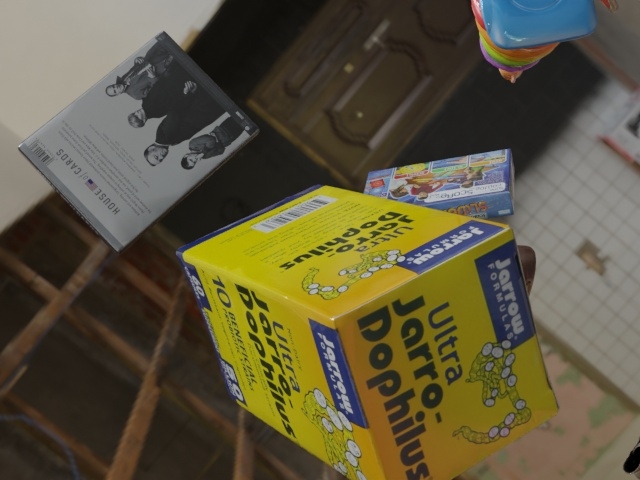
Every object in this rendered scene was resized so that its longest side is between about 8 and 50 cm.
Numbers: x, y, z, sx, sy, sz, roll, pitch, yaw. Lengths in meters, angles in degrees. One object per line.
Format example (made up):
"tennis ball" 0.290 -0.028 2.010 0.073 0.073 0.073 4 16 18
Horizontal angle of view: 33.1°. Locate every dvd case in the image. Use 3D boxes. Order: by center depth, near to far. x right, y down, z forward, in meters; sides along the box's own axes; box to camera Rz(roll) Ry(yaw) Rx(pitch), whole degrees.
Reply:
"dvd case" -0.221 -0.123 1.325 0.179 0.238 0.029 46 162 2

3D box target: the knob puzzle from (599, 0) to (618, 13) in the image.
"knob puzzle" 0.409 -0.427 1.711 0.213 0.030 0.213 48 -166 -16

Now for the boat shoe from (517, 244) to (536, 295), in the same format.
"boat shoe" 0.238 0.140 1.463 0.123 0.123 0.342 -118 19 -49

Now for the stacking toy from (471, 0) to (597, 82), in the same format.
"stacking toy" 0.305 -0.326 1.664 0.302 0.165 0.175 83 178 -75

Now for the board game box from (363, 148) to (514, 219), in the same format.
"board game box" 0.156 -0.064 1.433 0.136 0.201 0.035 -71 -31 -59

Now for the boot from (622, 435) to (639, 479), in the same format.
"boot" 0.475 0.325 1.594 0.042 0.118 0.087 34 -143 31

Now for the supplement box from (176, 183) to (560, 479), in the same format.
"supplement box" 0.031 0.083 1.066 0.356 0.195 0.194 16 129 60
